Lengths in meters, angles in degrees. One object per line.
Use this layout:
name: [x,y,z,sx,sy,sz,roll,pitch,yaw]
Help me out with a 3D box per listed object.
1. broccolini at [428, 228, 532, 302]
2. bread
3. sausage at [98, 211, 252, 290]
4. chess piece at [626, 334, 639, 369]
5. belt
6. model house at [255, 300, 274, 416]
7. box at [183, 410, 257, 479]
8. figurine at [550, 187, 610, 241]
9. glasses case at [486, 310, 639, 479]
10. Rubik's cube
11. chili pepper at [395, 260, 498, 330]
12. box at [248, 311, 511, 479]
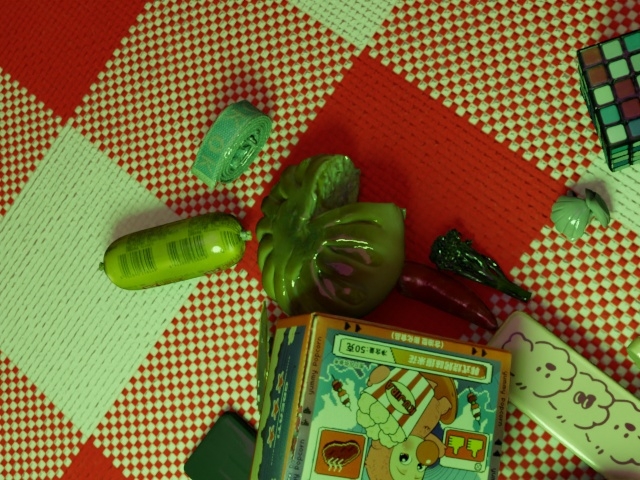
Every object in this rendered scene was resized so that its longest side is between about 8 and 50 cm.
broccolini: [0.289,0.061,1.555,0.202,0.091,0.068,40,140,7]
bread: [0.000,0.000,1.580,0.333,0.160,0.333,-10,71,30]
sausage: [-0.295,0.023,1.722,0.347,0.123,0.123,-13,79,18]
chess piece: [0.653,0.308,1.364,0.117,0.117,0.397,-46,70,9]
belt: [-0.169,-0.195,1.698,0.082,0.147,0.163,39,125,17]
model house: [-0.046,0.235,1.594,0.135,0.207,0.219,4,104,-8]
box: [-0.146,0.463,1.654,0.230,0.050,0.160,39,96,19]
figurine: [0.457,-0.049,1.501,0.086,0.082,0.094,-34,62,30]
glasses case: [0.434,0.272,1.459,0.336,0.076,0.144,38,97,20]
Rubik's cube: [0.548,-0.244,1.427,0.187,0.182,0.184,-20,76,16]
chili pepper: [0.213,0.092,1.565,0.272,0.063,0.071,26,81,23]
box: [0.091,0.304,1.391,0.348,0.257,0.319,14,81,-14]
